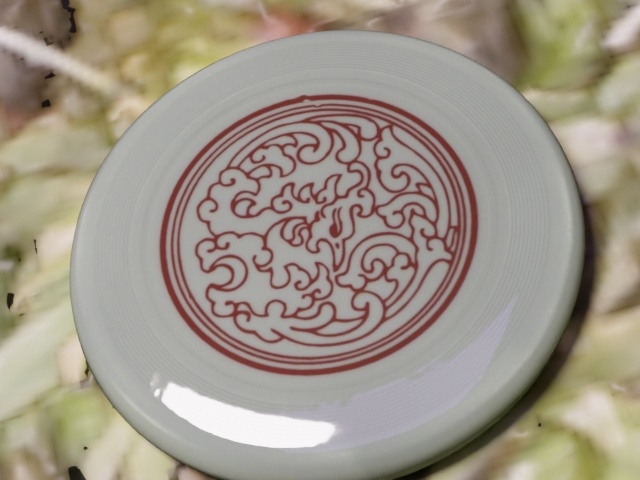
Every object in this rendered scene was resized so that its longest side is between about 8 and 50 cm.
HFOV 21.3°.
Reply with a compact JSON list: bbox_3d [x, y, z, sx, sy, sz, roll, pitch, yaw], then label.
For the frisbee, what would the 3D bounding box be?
[{"bbox_3d":[0.000,0.000,0.355,0.110,0.014,0.110,-4,60,7],"label":"frisbee"}]
